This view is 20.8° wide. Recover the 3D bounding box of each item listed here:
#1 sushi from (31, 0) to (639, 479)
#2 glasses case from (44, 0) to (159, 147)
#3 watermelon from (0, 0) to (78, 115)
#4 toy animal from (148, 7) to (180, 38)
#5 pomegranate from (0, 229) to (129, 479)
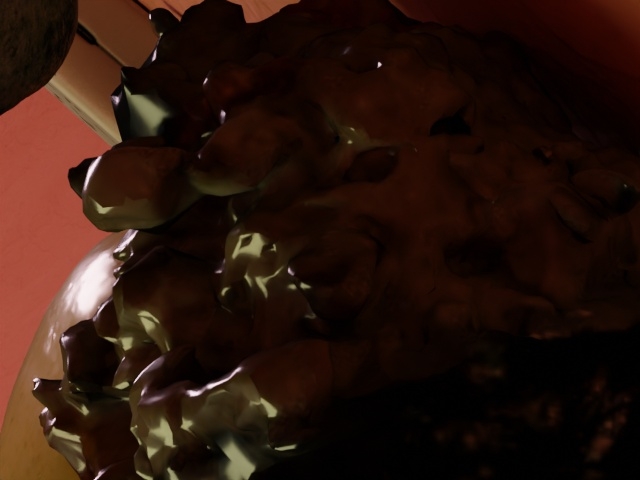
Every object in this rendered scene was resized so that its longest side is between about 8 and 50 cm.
[{"bbox_3d":[0.030,0.032,0.505,0.225,0.219,0.238,2,172,-18],"label":"sushi"},{"bbox_3d":[-0.181,-0.150,1.206,0.336,0.076,0.144,40,174,26],"label":"glasses case"},{"bbox_3d":[-0.207,-0.194,0.798,0.322,0.188,0.175,33,-144,30],"label":"watermelon"},{"bbox_3d":[0.000,0.000,1.076,0.157,0.097,0.312,23,161,40],"label":"toy animal"},{"bbox_3d":[-0.005,0.141,0.833,0.342,0.342,0.342,42,175,4],"label":"pomegranate"}]
